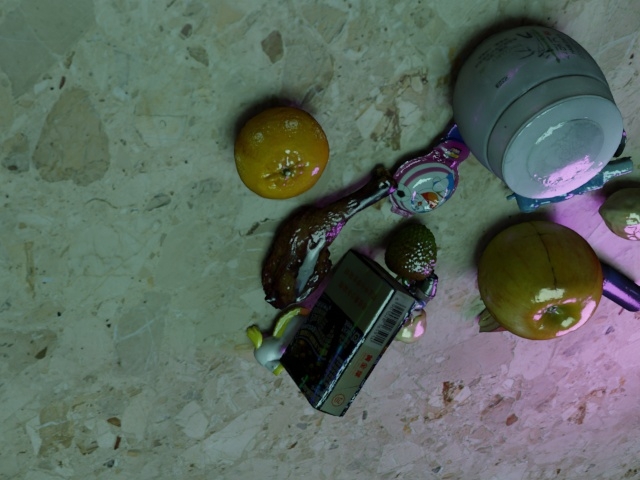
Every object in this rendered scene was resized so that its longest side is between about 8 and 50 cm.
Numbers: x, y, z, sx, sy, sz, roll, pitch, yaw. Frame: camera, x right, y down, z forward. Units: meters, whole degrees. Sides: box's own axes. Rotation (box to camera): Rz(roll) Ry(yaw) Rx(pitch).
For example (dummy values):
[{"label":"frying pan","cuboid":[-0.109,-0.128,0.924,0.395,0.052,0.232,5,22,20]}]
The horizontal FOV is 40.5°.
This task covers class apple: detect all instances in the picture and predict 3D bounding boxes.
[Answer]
[{"label":"apple","cuboid":[0.499,0.091,1.964,0.286,0.233,0.286,-9,134,-10]}]

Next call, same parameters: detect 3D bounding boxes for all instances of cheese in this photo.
[{"label":"cheese","cuboid":[0.233,-0.137,1.772,0.155,0.062,0.244,21,122,-32]}]

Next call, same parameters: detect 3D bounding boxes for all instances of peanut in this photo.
[{"label":"peanut","cuboid":[0.778,-0.058,1.993,0.313,0.149,0.149,6,130,-18]}]

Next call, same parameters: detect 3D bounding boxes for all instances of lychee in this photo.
[{"label":"lychee","cuboid":[0.197,0.034,1.885,0.114,0.114,0.146,9,114,-27]}]

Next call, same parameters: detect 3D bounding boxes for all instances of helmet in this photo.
[{"label":"helmet","cuboid":[0.619,-0.212,1.850,0.084,0.049,0.065,19,89,-61]}]

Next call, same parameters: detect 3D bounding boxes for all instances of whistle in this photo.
[{"label":"whistle","cuboid":[0.528,-0.126,1.841,0.269,0.180,0.093,-13,94,17]}]

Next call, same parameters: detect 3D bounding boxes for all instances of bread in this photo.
[{"label":"bread","cuboid":[0.492,0.177,2.161,0.193,0.067,0.119,-9,134,-12]}]

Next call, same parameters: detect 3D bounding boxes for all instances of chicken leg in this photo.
[{"label":"chicken leg","cuboid":[0.000,0.000,1.798,0.158,0.096,0.407,20,122,-37]}]

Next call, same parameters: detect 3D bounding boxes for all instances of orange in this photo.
[{"label":"orange","cuboid":[-0.070,-0.157,1.583,0.178,0.155,0.177,-10,147,-7]}]

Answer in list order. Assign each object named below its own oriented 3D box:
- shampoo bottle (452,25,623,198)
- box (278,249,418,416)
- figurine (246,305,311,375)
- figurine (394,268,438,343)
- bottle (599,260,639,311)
[{"label":"shampoo bottle","cuboid":[0.393,-0.238,1.590,0.273,0.266,0.273,-11,135,-12]},{"label":"box","cuboid":[0.055,0.197,1.868,0.084,0.198,0.310,27,100,-36]},{"label":"figurine","cuboid":[-0.073,0.226,1.994,0.178,0.109,0.129,-28,113,3]},{"label":"figurine","cuboid":[0.212,0.152,2.012,0.108,0.114,0.196,5,122,-23]},{"label":"bottle","cuboid":[0.736,0.114,2.180,0.244,0.082,0.072,27,121,-37]}]
